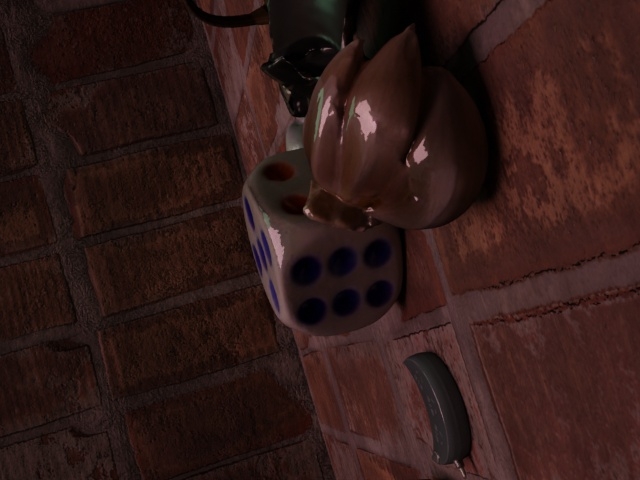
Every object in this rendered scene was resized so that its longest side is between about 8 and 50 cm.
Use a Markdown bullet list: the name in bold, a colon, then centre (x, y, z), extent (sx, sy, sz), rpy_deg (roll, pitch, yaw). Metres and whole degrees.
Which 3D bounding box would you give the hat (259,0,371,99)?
- **hat**: centre (0.045, -0.305, 1.311), extent (0.366, 0.257, 0.382), rpy_deg (57, 139, 31)

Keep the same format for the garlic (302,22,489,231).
- **garlic**: centre (0.102, -0.129, 1.114), extent (0.132, 0.279, 0.325), rpy_deg (-64, 0, -44)

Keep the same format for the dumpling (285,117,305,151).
- **dumpling**: centre (-0.005, -0.206, 1.871), extent (0.105, 0.149, 0.217), rpy_deg (-23, -80, -68)

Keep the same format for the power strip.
- **power strip**: centre (0.236, 0.343, 1.530), extent (0.167, 0.054, 0.254), rpy_deg (126, 128, -75)

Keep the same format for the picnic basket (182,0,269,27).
- **picnic basket**: centre (-0.118, -0.521, 1.454), extent (0.293, 0.337, 0.337), rpy_deg (95, 157, -57)

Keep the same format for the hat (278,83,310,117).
- **hat**: centre (-0.027, -0.341, 1.709), extent (0.265, 0.128, 0.266), rpy_deg (166, 90, -81)

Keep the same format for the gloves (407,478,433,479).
- **gloves**: centre (0.243, 0.573, 1.660), extent (0.268, 0.107, 0.135), rpy_deg (15, 116, 56)

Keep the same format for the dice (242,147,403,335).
- **dice**: centre (0.000, 0.000, 1.656), extent (0.304, 0.276, 0.304), rpy_deg (-119, 21, -50)
